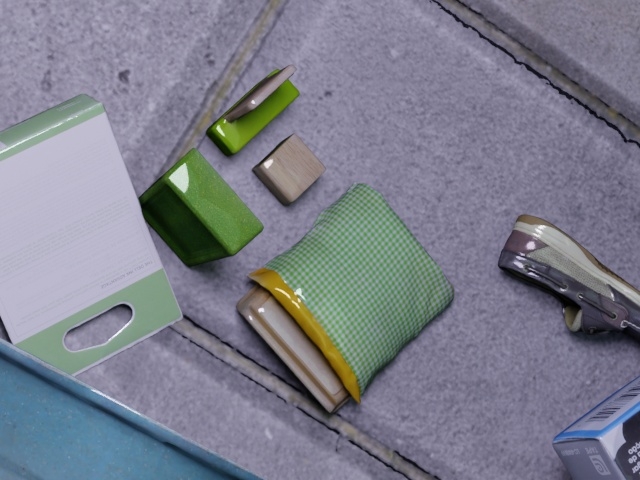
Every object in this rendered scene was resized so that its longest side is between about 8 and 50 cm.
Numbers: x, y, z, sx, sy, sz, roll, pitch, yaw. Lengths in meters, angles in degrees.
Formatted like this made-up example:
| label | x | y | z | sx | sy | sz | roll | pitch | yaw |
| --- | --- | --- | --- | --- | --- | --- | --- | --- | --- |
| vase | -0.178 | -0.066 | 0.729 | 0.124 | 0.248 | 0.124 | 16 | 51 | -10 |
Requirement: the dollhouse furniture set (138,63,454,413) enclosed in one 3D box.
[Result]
| label | x | y | z | sx | sy | sz | roll | pitch | yaw |
| --- | --- | --- | --- | --- | --- | --- | --- | --- | --- |
| dollhouse furniture set | 0.000 | 0.000 | 1.770 | 0.197 | 0.151 | 0.301 | -44 | 98 | -20 |

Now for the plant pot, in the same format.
| label | x | y | z | sx | sy | sz | roll | pitch | yaw |
| --- | --- | --- | --- | --- | --- | --- | --- | --- | --- |
| plant pot | -0.243 | 0.285 | 1.565 | 0.341 | 0.341 | 0.334 | 30 | 82 | -13 |

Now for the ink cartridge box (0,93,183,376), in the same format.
| label | x | y | z | sx | sy | sz | roll | pitch | yaw |
| --- | --- | --- | --- | --- | --- | --- | --- | --- | --- |
| ink cartridge box | -0.246 | 0.004 | 1.738 | 0.171 | 0.056 | 0.235 | -28 | 116 | -20 |

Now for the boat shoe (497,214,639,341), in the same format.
| label | x | y | z | sx | sy | sz | roll | pitch | yaw |
| --- | --- | --- | --- | --- | --- | --- | --- | --- | --- |
| boat shoe | 0.276 | 0.062 | 1.903 | 0.223 | 0.080 | 0.073 | 37 | 83 | -11 |

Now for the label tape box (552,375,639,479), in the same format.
| label | x | y | z | sx | sy | sz | roll | pitch | yaw |
| --- | --- | --- | --- | --- | --- | --- | --- | --- | --- |
| label tape box | 0.428 | 0.273 | 1.830 | 0.249 | 0.115 | 0.347 | -33 | 91 | -22 |
